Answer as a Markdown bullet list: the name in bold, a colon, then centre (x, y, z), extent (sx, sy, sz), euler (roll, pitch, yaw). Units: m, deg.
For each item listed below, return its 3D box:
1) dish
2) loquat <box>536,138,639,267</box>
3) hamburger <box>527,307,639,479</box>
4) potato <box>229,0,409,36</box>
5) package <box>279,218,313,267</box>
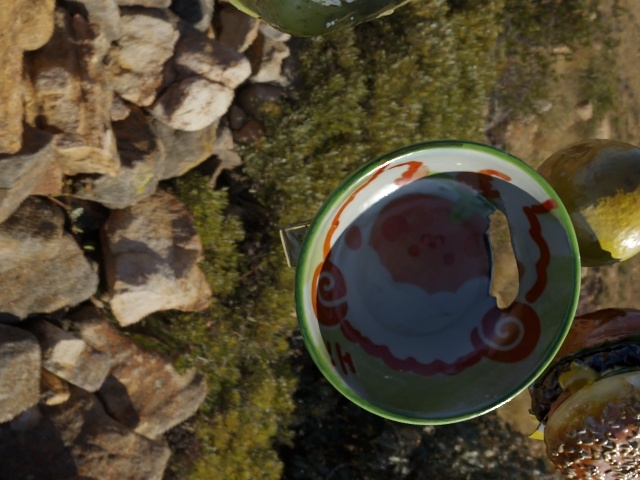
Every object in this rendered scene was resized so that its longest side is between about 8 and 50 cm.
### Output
- **dish**: centre (0.124, 0.040, 0.847), extent (0.324, 0.124, 0.324), euler (-2, 102, -8)
- **loquat**: centre (0.449, -0.070, 1.138), extent (0.213, 0.246, 0.213), euler (22, 48, -27)
- **hamburger**: centre (0.465, 0.259, 1.124), extent (0.291, 0.291, 0.225), euler (46, 27, -35)
- **potato**: centre (0.031, -0.255, 0.578), extent (0.228, 0.197, 0.149), euler (-38, 114, -21)
- **package**: centre (0.000, 0.000, 1.189), extent (0.047, 0.131, 0.071), euler (-30, 107, -59)
